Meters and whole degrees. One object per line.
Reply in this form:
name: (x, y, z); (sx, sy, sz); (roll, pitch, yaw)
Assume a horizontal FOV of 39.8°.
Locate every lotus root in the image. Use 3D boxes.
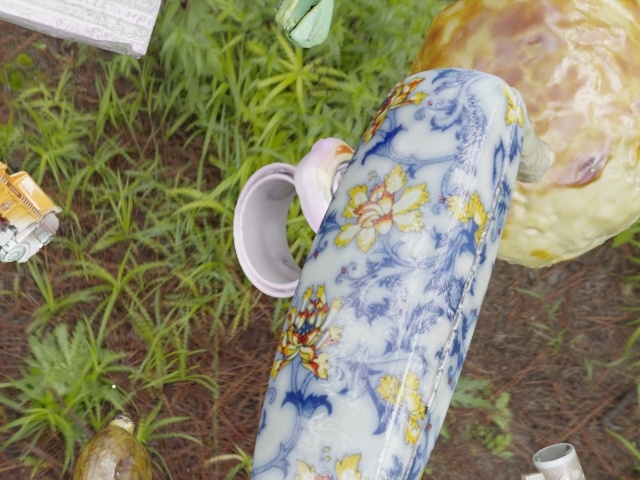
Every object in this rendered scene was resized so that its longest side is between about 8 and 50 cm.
lotus root: (-0.352, 0.409, 1.486); (0.128, 0.145, 0.260); (-2, 55, 6)

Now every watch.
watch: (0.000, 0.000, 1.266); (0.210, 0.217, 0.249); (-3, 70, -48)

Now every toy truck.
toy truck: (-0.525, -0.065, 1.445); (0.135, 0.270, 0.114); (-40, 71, -10)

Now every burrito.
burrito: (0.123, -0.073, 0.612); (0.051, 0.171, 0.042); (-8, 73, 25)

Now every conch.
conch: (-0.022, -0.421, 1.566); (0.105, 0.079, 0.170); (15, 116, -16)

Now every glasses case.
glasses case: (0.037, 0.022, 0.448); (0.065, 0.086, 0.248); (44, 62, -49)

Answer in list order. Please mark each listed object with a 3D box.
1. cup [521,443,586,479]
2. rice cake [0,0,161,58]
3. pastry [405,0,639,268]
cup: (0.396, 0.404, 1.468); (0.102, 0.074, 0.099); (-24, 93, -43)
rice cake: (-0.398, -0.368, 1.369); (0.297, 0.050, 0.106); (14, 81, -23)
pastry: (0.265, -0.166, 1.106); (0.312, 0.388, 0.389); (45, 70, -42)
